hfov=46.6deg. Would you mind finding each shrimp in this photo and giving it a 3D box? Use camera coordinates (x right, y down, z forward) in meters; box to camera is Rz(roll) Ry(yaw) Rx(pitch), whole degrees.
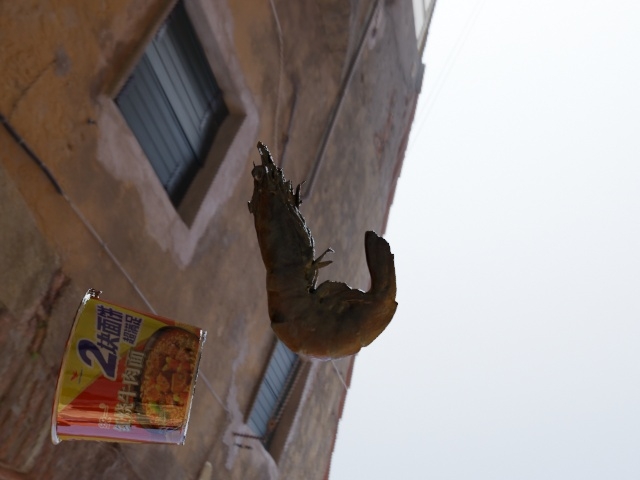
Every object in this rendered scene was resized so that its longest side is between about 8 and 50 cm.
[{"bbox_3d":[0.000,0.000,0.928,0.169,0.058,0.296,-15,-103,4],"label":"shrimp"}]

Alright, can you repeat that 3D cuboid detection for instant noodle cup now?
[{"bbox_3d":[-0.256,0.187,1.026,0.174,0.213,0.213,11,-125,-8],"label":"instant noodle cup"}]
